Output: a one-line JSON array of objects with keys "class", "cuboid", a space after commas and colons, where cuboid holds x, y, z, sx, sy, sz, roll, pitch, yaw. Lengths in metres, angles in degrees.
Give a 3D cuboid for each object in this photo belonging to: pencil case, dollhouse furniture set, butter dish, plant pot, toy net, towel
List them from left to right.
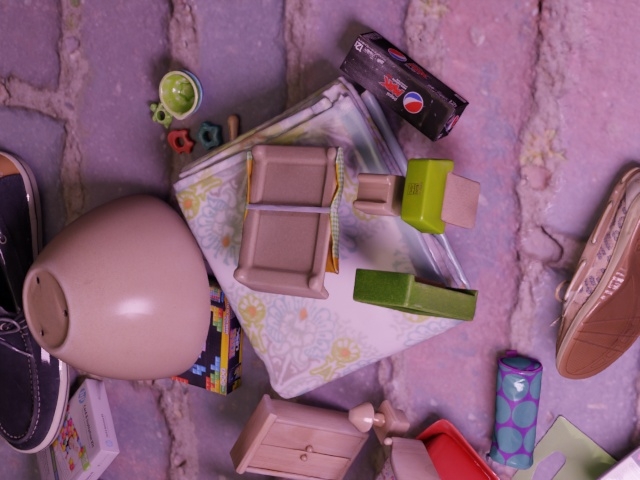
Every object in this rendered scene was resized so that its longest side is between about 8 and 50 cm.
[{"class": "plant pot", "cuboid": [-0.324, 0.082, 1.990, 0.284, 0.191, 0.284, 12, 107, 45]}, {"class": "toy net", "cuboid": [-0.161, -0.138, 1.970, 0.232, 0.045, 0.122, 50, 120, 7]}, {"class": "towel", "cuboid": [0.000, 0.000, 1.874, 0.320, 0.090, 0.374, -26, 93, 26]}, {"class": "dollhouse furniture set", "cuboid": [0.009, 0.393, 1.841, 0.303, 0.174, 0.355, -60, 32, 25]}, {"class": "dollhouse furniture set", "cuboid": [0.049, -0.014, 1.767, 0.301, 0.151, 0.197, 5, 85, 38]}, {"class": "butter dish", "cuboid": [0.160, 0.358, 1.881, 0.160, 0.118, 0.160, 50, 137, 8]}, {"class": "pencil case", "cuboid": [0.264, 0.232, 1.833, 0.064, 0.070, 0.151, 2, 107, -6]}]

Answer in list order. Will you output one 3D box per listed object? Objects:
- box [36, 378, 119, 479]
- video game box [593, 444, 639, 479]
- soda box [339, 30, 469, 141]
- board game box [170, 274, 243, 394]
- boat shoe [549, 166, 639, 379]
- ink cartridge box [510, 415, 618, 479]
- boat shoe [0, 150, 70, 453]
[{"class": "box", "cuboid": [-0.399, 0.340, 2.197, 0.186, 0.038, 0.145, -49, 43, 29]}, {"class": "video game box", "cuboid": [0.468, 0.344, 1.720, 0.187, 0.048, 0.205, -39, 80, 8]}, {"class": "soda box", "cuboid": [0.111, -0.206, 1.797, 0.169, 0.053, 0.060, 40, 120, 14]}, {"class": "board game box", "cuboid": [-0.188, 0.136, 2.062, 0.141, 0.048, 0.170, 12, 109, 24]}, {"class": "boat shoe", "cuboid": [0.371, 0.047, 1.714, 0.285, 0.105, 0.089, -65, 34, 21]}, {"class": "ink cartridge box", "cuboid": [0.368, 0.376, 1.825, 0.235, 0.056, 0.171, 38, 119, 12]}, {"class": "boat shoe", "cuboid": [-0.524, 0.110, 2.166, 0.187, 0.156, 0.500, 2, 104, 32]}]
